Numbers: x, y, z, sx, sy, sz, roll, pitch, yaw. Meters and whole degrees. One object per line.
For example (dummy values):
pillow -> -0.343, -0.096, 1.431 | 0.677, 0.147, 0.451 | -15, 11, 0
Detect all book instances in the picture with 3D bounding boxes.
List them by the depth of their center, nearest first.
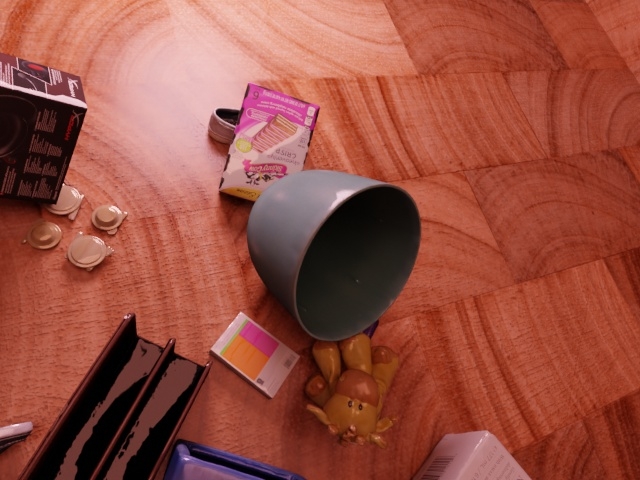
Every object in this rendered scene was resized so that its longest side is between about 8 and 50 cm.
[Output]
book -> -0.122, 0.214, 0.834 | 0.144, 0.035, 0.096 | 38, 57, -1

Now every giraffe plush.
giraffe plush -> 0.052, 0.273, 0.762 | 0.182, 0.170, 0.210 | -7, 84, 8

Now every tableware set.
tableware set -> -0.458, -0.027, 0.828 | 0.169, 0.020, 0.141 | 23, 61, -7

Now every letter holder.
letter holder -> -0.290, 0.281, 0.638 | 0.152, 0.214, 0.301 | 28, 61, -6

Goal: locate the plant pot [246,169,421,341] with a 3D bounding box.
plant pot -> 0.000, 0.000, 0.826 | 0.293, 0.292, 0.235 | -30, 41, -28

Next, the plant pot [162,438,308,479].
plant pot -> -0.134, 0.429, 0.624 | 0.236, 0.236, 0.211 | 24, 67, -9

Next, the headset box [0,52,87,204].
headset box -> -0.554, -0.186, 0.688 | 0.294, 0.218, 0.110 | 6, 43, -42

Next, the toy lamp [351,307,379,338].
toy lamp -> 0.103, 0.096, 0.940 | 0.080, 0.080, 0.274 | 24, 62, -8

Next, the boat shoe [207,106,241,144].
boat shoe -> -0.138, -0.250, 1.005 | 0.228, 0.081, 0.079 | 8, 65, -16

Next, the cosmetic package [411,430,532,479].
cosmetic package -> 0.327, 0.560, 0.768 | 0.217, 0.156, 0.385 | -39, 83, -31

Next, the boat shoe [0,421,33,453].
boat shoe -> -0.508, 0.329, 0.631 | 0.184, 0.065, 0.083 | -16, 76, -19

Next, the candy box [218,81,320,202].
candy box -> -0.110, -0.193, 0.941 | 0.160, 0.071, 0.233 | 15, 92, -12
